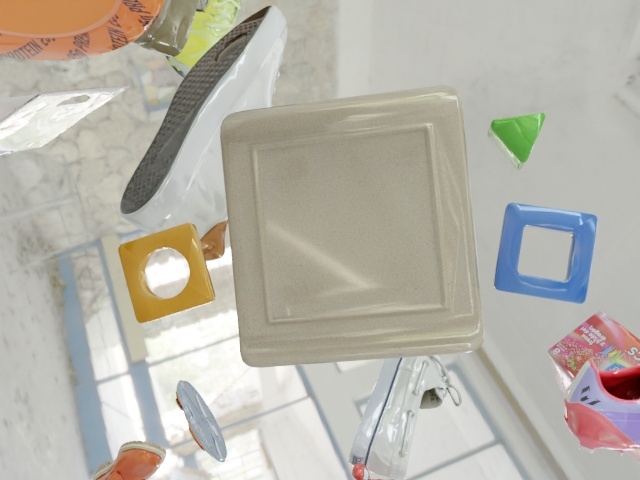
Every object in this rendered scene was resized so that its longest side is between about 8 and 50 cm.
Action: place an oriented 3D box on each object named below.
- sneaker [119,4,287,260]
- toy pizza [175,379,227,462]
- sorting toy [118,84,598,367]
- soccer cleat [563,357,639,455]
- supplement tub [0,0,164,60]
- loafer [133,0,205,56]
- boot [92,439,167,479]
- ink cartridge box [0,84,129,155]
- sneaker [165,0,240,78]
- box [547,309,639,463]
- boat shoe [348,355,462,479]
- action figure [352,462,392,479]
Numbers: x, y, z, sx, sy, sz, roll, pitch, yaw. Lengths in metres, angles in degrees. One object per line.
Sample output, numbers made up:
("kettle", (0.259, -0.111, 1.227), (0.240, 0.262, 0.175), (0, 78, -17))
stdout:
("sneaker", (-0.090, -0.109, 0.683), (0.105, 0.290, 0.123), (-5, -37, 46))
("toy pizza", (-0.266, 0.398, 1.449), (0.201, 0.032, 0.201), (60, -3, 5))
("sorting toy", (0.020, -0.010, 0.500), (0.047, 0.347, 0.196), (29, 56, -80))
("soccer cleat", (0.372, 0.170, 0.673), (0.083, 0.247, 0.095), (-92, -174, -64))
("supplement tub", (-0.140, -0.277, 0.322), (0.207, 0.207, 0.338), (122, -28, -71))
("loafer", (-0.127, -0.225, 0.588), (0.056, 0.148, 0.050), (8, -22, 35))
("boot", (-0.251, 0.317, 0.852), (0.158, 0.059, 0.085), (-44, -154, 33))
("ink cartridge box", (-0.487, -0.216, 1.114), (0.060, 0.238, 0.275), (59, 18, -7))
("sneaker", (-0.174, -0.445, 1.097), (0.147, 0.145, 0.385), (22, -64, 23))
("box", (0.499, 0.250, 1.048), (0.257, 0.122, 0.128), (49, -7, 47))
("boat shoe", (0.187, 0.269, 1.232), (0.156, 0.367, 0.136), (19, -35, 13))
("action figure", (0.120, 0.482, 1.024), (0.280, 0.091, 0.139), (61, 7, 9))
